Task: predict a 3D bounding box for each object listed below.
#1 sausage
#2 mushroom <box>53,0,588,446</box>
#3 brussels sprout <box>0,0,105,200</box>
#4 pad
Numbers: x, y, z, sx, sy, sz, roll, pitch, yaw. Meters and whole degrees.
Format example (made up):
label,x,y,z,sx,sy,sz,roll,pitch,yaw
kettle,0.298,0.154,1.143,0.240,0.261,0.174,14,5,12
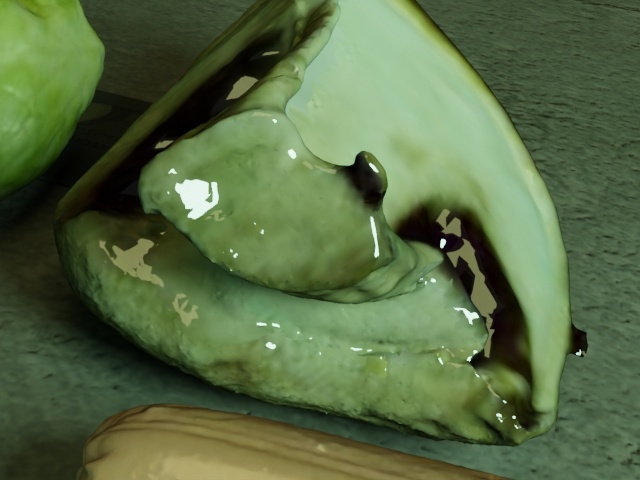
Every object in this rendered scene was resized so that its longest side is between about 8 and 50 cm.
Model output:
label,x,y,z,sx,sy,sz,roll,pitch,yaw
sausage,0.045,0.124,0.436,0.289,0.086,0.086,15,32,4
mushroom,0.005,0.004,0.592,0.217,0.212,0.292,52,13,-16
brussels sprout,-0.209,-0.089,0.648,0.131,0.145,0.183,5,-15,33
pad,-0.117,-0.059,0.753,0.190,0.004,0.127,13,32,4
